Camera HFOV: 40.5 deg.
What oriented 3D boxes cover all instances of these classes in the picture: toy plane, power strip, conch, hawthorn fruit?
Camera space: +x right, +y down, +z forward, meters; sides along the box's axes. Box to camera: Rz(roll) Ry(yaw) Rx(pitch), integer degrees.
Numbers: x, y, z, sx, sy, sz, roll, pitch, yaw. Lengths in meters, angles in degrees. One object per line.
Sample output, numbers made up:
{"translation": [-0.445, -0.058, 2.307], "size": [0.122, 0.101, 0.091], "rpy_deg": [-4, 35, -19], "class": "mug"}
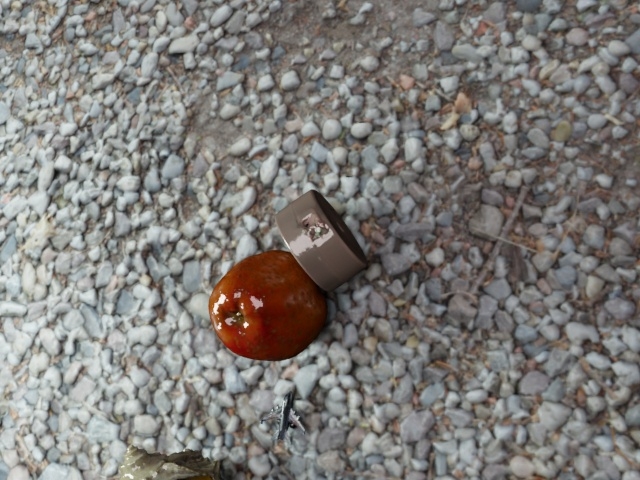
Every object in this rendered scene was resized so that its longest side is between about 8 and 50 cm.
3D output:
{"translation": [-0.056, 0.280, 1.376], "size": [0.078, 0.031, 0.083], "rpy_deg": [10, 84, 22], "class": "toy plane"}
{"translation": [0.000, 0.000, 1.340], "size": [0.078, 0.154, 0.154], "rpy_deg": [-35, 70, 10], "class": "power strip"}
{"translation": [-0.223, 0.414, 1.354], "size": [0.178, 0.163, 0.245], "rpy_deg": [-16, 104, 33], "class": "conch"}
{"translation": [-0.083, 0.101, 1.339], "size": [0.189, 0.189, 0.189], "rpy_deg": [-4, 79, 20], "class": "hawthorn fruit"}
